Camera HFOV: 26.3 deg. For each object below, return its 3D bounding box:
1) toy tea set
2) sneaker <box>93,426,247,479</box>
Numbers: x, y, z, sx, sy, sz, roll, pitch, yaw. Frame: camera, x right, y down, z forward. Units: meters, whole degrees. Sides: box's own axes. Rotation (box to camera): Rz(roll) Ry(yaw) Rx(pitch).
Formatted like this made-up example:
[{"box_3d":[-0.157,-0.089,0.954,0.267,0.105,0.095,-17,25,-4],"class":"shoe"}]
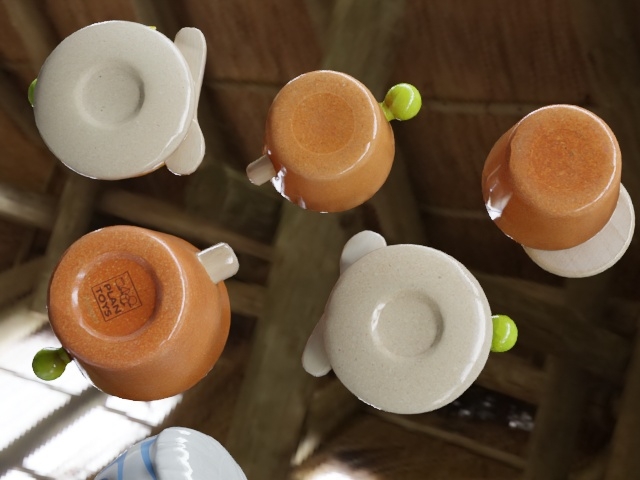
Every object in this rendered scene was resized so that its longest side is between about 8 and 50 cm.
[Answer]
[{"box_3d":[0.000,0.000,0.752,0.336,0.124,0.200,7,-100,4],"class":"toy tea set"},{"box_3d":[-0.027,0.197,0.610,0.086,0.085,0.237,-39,-102,25],"class":"sneaker"}]
